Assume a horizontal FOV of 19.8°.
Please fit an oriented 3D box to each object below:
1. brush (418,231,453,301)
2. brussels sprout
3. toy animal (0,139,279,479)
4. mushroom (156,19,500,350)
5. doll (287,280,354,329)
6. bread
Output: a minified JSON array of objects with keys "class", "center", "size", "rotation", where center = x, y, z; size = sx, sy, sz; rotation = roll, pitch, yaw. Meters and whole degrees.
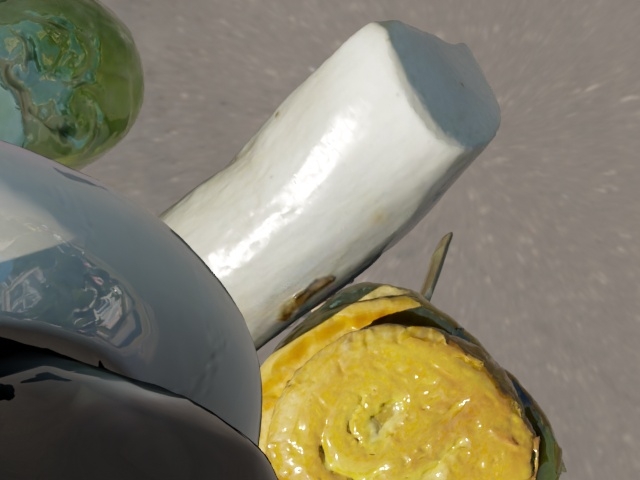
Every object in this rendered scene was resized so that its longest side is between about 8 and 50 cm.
[{"class":"brush","center":[0.090,0.060,1.771],"size":[0.027,0.190,0.034],"rotation":[30,139,-6]},{"class":"brussels sprout","center":[-0.283,-0.154,1.716],"size":[0.244,0.244,0.244],"rotation":[0,93,4]},{"class":"toy animal","center":[-0.116,0.093,0.475],"size":[0.251,0.251,0.310],"rotation":[-52,44,5]},{"class":"mushroom","center":[-0.045,0.009,1.304],"size":[0.397,0.177,0.126],"rotation":[-41,79,18]},{"class":"doll","center":[0.001,-0.002,1.859],"size":[0.119,0.278,0.154],"rotation":[29,108,11]},{"class":"bread","center":[0.057,0.153,1.354],"size":[0.198,0.120,0.236],"rotation":[-45,84,0]}]
